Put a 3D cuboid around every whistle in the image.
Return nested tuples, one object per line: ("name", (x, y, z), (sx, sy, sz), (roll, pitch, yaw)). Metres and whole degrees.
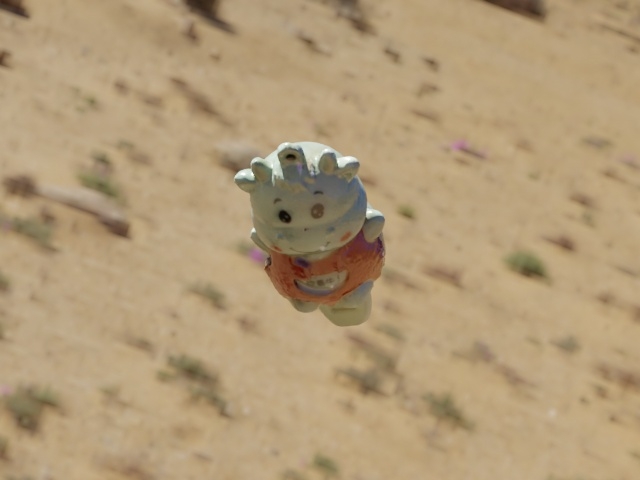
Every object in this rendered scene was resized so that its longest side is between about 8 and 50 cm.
("whistle", (-0.001, -0.001, 1.589), (0.102, 0.106, 0.253), (21, -27, 25))
